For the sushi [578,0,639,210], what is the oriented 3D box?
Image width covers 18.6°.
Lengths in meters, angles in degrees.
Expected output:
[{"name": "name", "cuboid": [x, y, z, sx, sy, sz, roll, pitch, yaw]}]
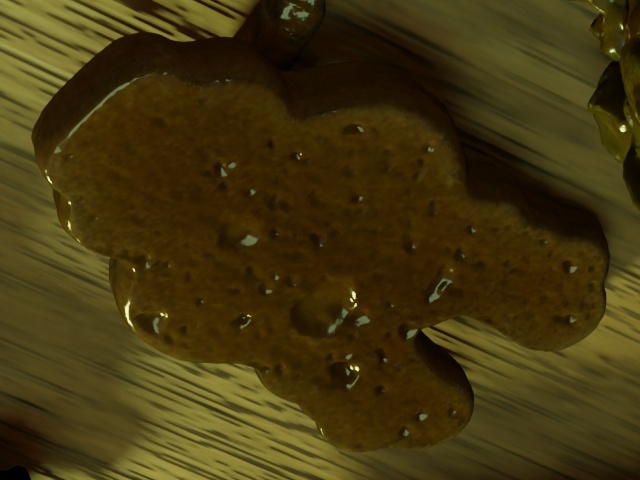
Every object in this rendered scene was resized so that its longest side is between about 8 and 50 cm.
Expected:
[{"name": "sushi", "cuboid": [0.214, -0.061, 0.769, 0.204, 0.213, 0.200, -17, 106, 4]}]

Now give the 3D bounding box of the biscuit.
[{"name": "biscuit", "cuboid": [-0.001, -0.002, 0.899, 0.186, 0.044, 0.295, -40, 129, 17]}]

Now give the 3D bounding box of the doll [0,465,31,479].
[{"name": "doll", "cuboid": [-0.276, 0.174, 1.075, 0.257, 0.117, 0.182, -5, 151, 10]}]

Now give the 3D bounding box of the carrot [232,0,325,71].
[{"name": "carrot", "cuboid": [-0.041, -0.052, 0.902, 0.047, 0.047, 0.191, 21, 127, -11]}]
